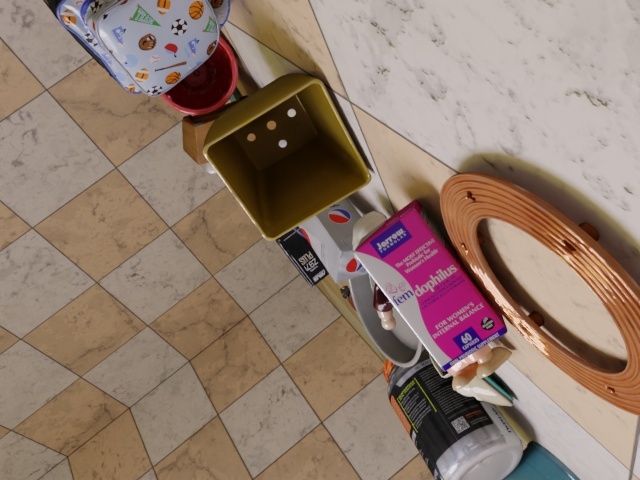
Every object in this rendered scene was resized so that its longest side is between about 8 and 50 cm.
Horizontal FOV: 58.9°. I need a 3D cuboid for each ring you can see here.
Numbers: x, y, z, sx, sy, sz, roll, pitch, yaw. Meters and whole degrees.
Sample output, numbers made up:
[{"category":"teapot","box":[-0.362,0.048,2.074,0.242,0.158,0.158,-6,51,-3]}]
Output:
[{"category":"ring","box":[0.258,0.055,0.636,0.336,0.032,0.336,52,173,9]}]

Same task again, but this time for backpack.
[{"category":"backpack","box":[-0.286,-0.397,0.942,0.213,0.263,0.276,43,174,21]}]

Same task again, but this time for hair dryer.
[{"category":"hair dryer","box":[0.189,0.245,1.987,0.223,0.080,0.293,38,-178,-13]}]

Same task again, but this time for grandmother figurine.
[{"category":"grandmother figurine","box":[0.172,0.097,1.011,0.342,0.208,0.104,54,-146,6]}]

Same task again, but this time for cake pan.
[{"category":"cake pan","box":[0.148,0.122,1.208,0.293,0.054,0.293,51,151,42]}]

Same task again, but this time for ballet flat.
[{"category":"ballet flat","box":[0.310,0.288,1.243,0.248,0.086,0.086,48,172,40]}]

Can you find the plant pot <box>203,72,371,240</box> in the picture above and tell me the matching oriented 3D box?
[{"category":"plant pot","box":[-0.070,-0.169,0.990,0.212,0.212,0.187,57,-176,-36]}]

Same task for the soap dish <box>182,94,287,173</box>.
[{"category":"soap dish","box":[-0.215,-0.264,1.370,0.291,0.229,0.118,38,148,64]}]

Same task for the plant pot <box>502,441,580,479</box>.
[{"category":"plant pot","box":[0.475,0.641,1.262,0.272,0.255,0.271,52,173,8]}]

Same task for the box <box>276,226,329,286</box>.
[{"category":"box","box":[0.000,0.000,1.410,0.147,0.180,0.077,54,174,-13]}]

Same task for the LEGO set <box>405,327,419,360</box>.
[{"category":"LEGO set","box":[0.196,0.159,1.349,0.182,0.060,0.244,77,178,-57]}]

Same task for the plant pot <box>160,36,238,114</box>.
[{"category":"plant pot","box":[-0.293,-0.393,1.322,0.191,0.191,0.174,55,178,-20]}]

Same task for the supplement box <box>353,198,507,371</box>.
[{"category":"supplement box","box":[0.162,0.062,0.841,0.220,0.111,0.114,52,-165,-1]}]

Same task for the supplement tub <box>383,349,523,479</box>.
[{"category":"supplement tub","box":[0.293,0.401,1.333,0.207,0.207,0.338,59,179,-44]}]

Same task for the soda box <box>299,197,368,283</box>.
[{"category":"soda box","box":[0.012,-0.047,1.209,0.286,0.091,0.098,56,152,38]}]

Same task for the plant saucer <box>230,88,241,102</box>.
[{"category":"plant saucer","box":[-0.254,-0.423,1.584,0.119,0.021,0.119,50,173,8]}]
